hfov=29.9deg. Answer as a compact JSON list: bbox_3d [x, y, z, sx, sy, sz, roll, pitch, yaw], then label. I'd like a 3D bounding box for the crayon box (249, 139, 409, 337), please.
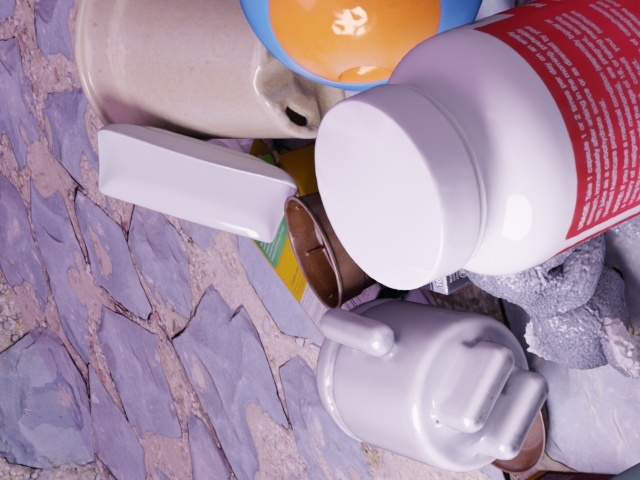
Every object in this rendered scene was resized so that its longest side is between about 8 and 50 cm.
[{"bbox_3d":[0.000,0.000,1.831,0.323,0.083,0.203,52,146,23],"label":"crayon box"}]

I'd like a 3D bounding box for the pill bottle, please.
[{"bbox_3d":[0.205,-0.105,1.118,0.229,0.407,0.229,35,137,41],"label":"pill bottle"}]

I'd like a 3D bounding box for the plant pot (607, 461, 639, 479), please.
[{"bbox_3d":[0.368,0.359,1.192,0.341,0.334,0.341,23,118,51],"label":"plant pot"}]

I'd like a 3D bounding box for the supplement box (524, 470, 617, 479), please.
[{"bbox_3d":[0.330,0.412,1.540,0.194,0.129,0.191,-14,98,59],"label":"supplement box"}]

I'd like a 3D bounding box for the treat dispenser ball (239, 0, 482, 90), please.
[{"bbox_3d":[0.045,-0.314,1.350,0.288,0.288,0.288,36,137,41],"label":"treat dispenser ball"}]

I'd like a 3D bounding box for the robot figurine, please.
[{"bbox_3d":[0.130,0.183,1.563,0.300,0.200,0.353,43,160,-30],"label":"robot figurine"}]

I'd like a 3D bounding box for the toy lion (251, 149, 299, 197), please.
[{"bbox_3d":[-0.079,-0.086,1.791,0.100,0.034,0.096,62,154,9],"label":"toy lion"}]

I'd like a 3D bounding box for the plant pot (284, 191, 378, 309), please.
[{"bbox_3d":[0.060,-0.011,1.626,0.167,0.165,0.167,58,162,32],"label":"plant pot"}]

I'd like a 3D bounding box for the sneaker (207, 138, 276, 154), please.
[{"bbox_3d":[-0.150,-0.208,1.941,0.232,0.090,0.115,31,128,33],"label":"sneaker"}]

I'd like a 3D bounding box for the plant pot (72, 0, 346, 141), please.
[{"bbox_3d":[-0.111,-0.268,1.640,0.305,0.334,0.334,13,121,41],"label":"plant pot"}]

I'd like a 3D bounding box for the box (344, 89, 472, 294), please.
[{"bbox_3d":[0.145,-0.084,1.467,0.142,0.163,0.247,14,121,52],"label":"box"}]

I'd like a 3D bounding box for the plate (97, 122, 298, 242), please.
[{"bbox_3d":[-0.179,-0.088,1.713,0.277,0.278,0.045,122,163,-72],"label":"plate"}]

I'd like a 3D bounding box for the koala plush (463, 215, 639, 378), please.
[{"bbox_3d":[0.276,0.056,1.355,0.196,0.203,0.221,6,126,57],"label":"koala plush"}]

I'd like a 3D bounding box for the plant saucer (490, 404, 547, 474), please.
[{"bbox_3d":[0.245,0.222,1.640,0.198,0.036,0.199,35,137,41],"label":"plant saucer"}]
